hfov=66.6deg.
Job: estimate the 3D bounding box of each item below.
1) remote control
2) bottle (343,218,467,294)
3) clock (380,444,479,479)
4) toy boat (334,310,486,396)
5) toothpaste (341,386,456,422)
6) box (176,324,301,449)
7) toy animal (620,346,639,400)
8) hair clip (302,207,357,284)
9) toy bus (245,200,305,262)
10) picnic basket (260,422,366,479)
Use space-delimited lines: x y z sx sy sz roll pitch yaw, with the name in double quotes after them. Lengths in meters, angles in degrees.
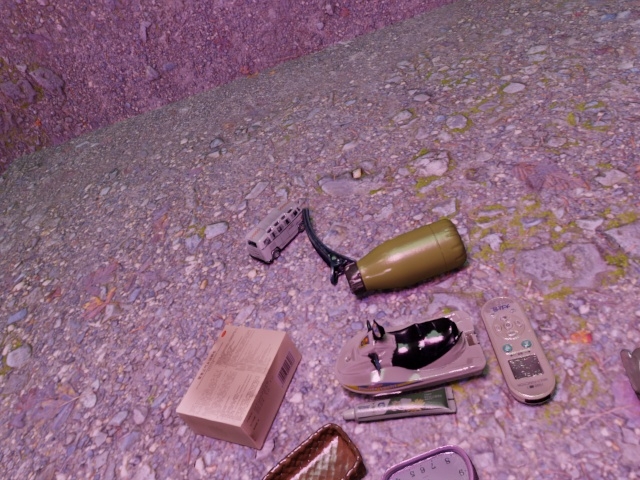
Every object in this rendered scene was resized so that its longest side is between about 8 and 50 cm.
0.350 0.191 0.873 0.078 0.042 0.222 -15 40 10 "remote control"
0.180 0.045 1.072 0.259 0.112 0.112 -21 38 5 "bottle"
0.170 0.383 0.738 0.152 0.050 0.110 -23 39 2 "clock"
0.157 0.201 0.894 0.269 0.141 0.141 -6 40 1 "toy boat"
0.136 0.298 0.870 0.204 0.032 0.049 -13 41 12 "toothpaste"
-0.161 0.287 0.987 0.167 0.095 0.212 2 45 27 "box"
0.588 0.185 0.717 0.251 0.127 0.125 -11 26 -5 "toy animal"
0.000 0.000 1.241 0.083 0.048 0.275 -33 48 -5 "hair clip"
-0.119 -0.031 1.335 0.087 0.089 0.194 19 54 40 "toy bus"
-0.019 0.403 0.811 0.193 0.055 0.110 -35 41 -14 "picnic basket"
